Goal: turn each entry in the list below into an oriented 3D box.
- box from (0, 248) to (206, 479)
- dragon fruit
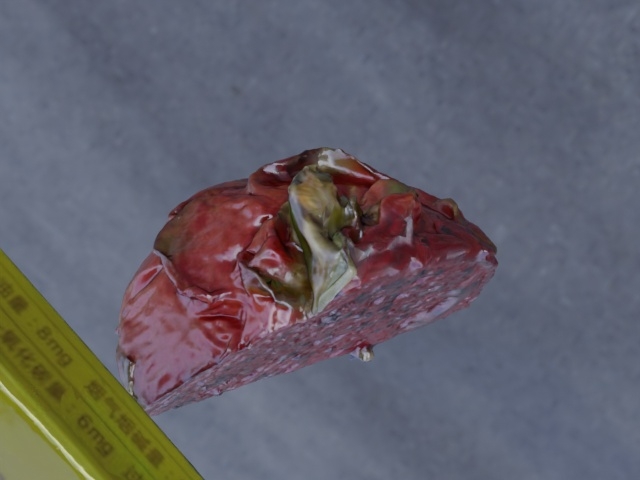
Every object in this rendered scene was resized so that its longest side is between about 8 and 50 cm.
[{"bbox_3d":[-0.064,0.138,0.603,0.279,0.041,0.153,48,129,-3],"label":"box"},{"bbox_3d":[0.000,0.000,0.725,0.106,0.162,0.083,-39,67,50],"label":"dragon fruit"}]
